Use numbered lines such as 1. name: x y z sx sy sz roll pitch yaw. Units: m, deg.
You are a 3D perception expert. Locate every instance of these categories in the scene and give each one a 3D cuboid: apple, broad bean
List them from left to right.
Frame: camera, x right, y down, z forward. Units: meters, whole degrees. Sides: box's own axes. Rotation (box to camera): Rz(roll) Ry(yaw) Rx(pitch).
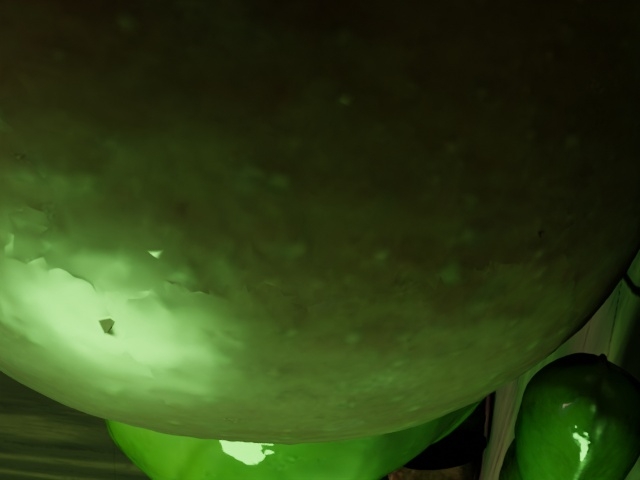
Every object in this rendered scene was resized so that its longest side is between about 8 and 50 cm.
1. apple: -0.006 -0.072 0.464 0.306 0.235 0.305 12 -90 -86
2. broad bean: 0.074 0.099 0.500 0.226 0.039 0.069 93 -168 -46

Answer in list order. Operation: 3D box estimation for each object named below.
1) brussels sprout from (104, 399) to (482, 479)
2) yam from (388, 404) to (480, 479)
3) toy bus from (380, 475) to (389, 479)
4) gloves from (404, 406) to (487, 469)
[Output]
1. brussels sprout: 0.000 0.000 0.831 0.328 0.247 0.328 -45 29 34
2. yam: 0.108 0.081 1.327 0.356 0.081 0.081 -76 -7 -53
3. toy bus: 0.045 0.301 1.371 0.151 0.145 0.331 65 -147 -87
4. gloves: 0.093 0.047 1.185 0.135 0.107 0.268 -39 31 47
